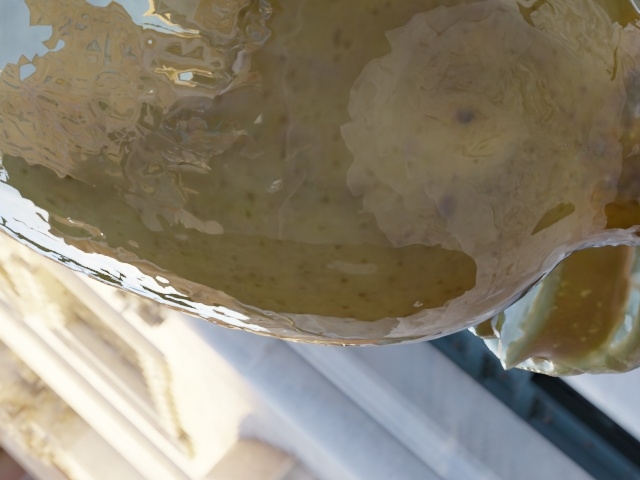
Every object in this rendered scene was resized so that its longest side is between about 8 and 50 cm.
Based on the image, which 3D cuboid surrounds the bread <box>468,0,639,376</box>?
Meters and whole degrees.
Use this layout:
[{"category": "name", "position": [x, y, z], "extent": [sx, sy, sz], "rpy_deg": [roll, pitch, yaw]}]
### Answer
[{"category": "bread", "position": [0.260, -0.044, 1.098], "extent": [0.341, 0.210, 0.300], "rpy_deg": [7, -94, -46]}]

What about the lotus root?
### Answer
[{"category": "lotus root", "position": [0.007, -0.056, 0.445], "extent": [0.183, 0.310, 0.182], "rpy_deg": [20, -90, -77]}]
